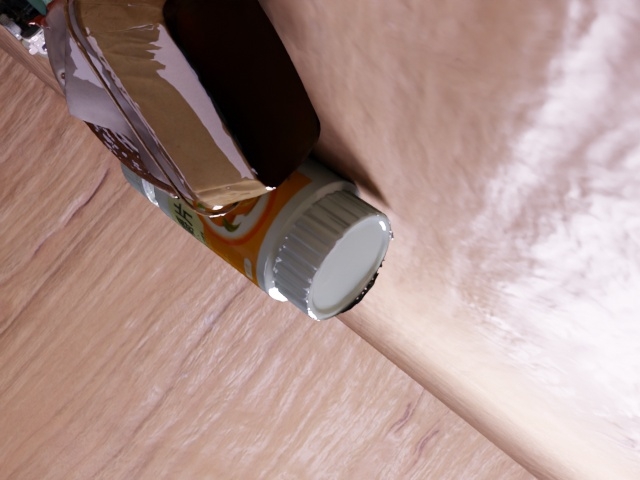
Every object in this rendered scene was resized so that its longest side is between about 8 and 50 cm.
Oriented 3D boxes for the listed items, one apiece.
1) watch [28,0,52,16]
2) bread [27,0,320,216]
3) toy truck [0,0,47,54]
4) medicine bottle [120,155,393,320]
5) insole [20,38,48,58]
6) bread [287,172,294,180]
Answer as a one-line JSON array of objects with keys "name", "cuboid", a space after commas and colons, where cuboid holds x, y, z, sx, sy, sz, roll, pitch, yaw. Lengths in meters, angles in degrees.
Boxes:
[{"name": "watch", "cuboid": [-0.348, -0.334, 0.834, 0.195, 0.068, 0.237, 44, 175, -20]}, {"name": "bread", "cuboid": [-0.115, -0.132, 0.586, 0.211, 0.142, 0.224, 12, 142, 45]}, {"name": "toy truck", "cuboid": [-0.445, -0.360, 1.010, 0.227, 0.098, 0.114, 40, 174, 4]}, {"name": "medicine bottle", "cuboid": [-0.079, -0.049, 0.850, 0.318, 0.158, 0.158, 34, 171, 28]}, {"name": "insole", "cuboid": [-0.420, -0.310, 1.243, 0.188, 0.004, 0.064, 16, 165, -5]}, {"name": "bread", "cuboid": [-0.093, -0.141, 0.737, 0.187, 0.065, 0.103, 39, 171, 12]}]
